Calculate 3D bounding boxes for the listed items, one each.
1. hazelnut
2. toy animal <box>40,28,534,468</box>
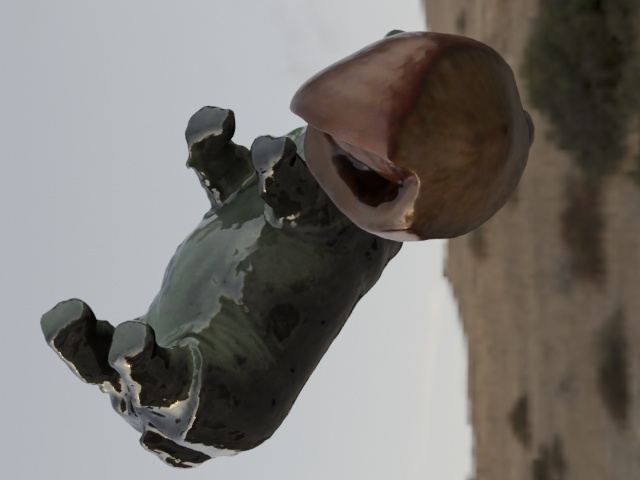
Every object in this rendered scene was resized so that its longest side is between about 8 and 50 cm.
[{"bbox_3d":[0.032,-0.038,0.593,0.086,0.086,0.086,0,-90,-77],"label":"hazelnut"},{"bbox_3d":[-0.002,-0.016,0.979,0.343,0.106,0.168,-43,-50,-24],"label":"toy animal"}]
